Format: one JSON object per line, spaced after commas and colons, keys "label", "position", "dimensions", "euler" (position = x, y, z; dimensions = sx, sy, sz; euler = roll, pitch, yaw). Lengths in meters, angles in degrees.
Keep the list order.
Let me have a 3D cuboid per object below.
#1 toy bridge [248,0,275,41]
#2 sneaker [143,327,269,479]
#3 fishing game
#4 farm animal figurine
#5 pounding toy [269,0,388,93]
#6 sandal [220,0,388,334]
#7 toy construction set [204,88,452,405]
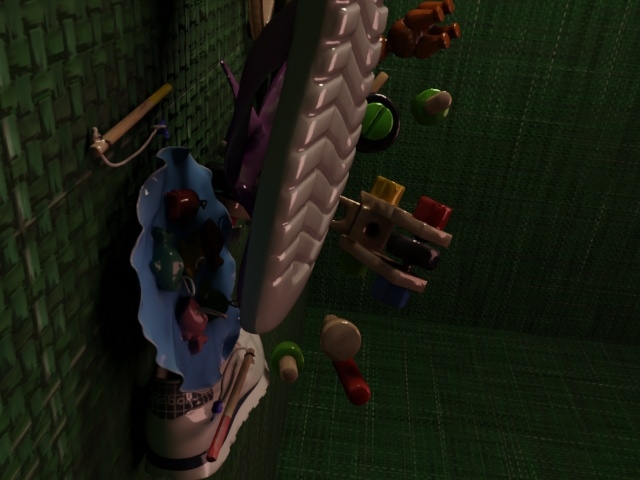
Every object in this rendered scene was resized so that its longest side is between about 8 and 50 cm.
{"label": "toy bridge", "position": [-0.073, -0.288, 0.736], "dimensions": [0.188, 0.026, 0.063], "euler": [91, 6, -70]}
{"label": "sneaker", "position": [-0.102, 0.118, 0.565], "dimensions": [0.235, 0.090, 0.094], "euler": [-81, 168, -72]}
{"label": "fishing game", "position": [-0.086, 0.020, 0.447], "dimensions": [0.189, 0.041, 0.264], "euler": [-76, 157, -64]}
{"label": "farm animal figurine", "position": [0.039, -0.381, 0.713], "dimensions": [0.330, 0.172, 0.326], "euler": [46, 50, -43]}
{"label": "pounding toy", "position": [0.005, -0.256, 0.890], "dimensions": [0.154, 0.155, 0.269], "euler": [-155, -115, -75]}
{"label": "sandal", "position": [-0.020, -0.134, 0.459], "dimensions": [0.169, 0.102, 0.416], "euler": [-24, 129, -72]}
{"label": "toy construction set", "position": [0.000, 0.000, 0.675], "dimensions": [0.237, 0.257, 0.308], "euler": [-138, -136, -81]}
